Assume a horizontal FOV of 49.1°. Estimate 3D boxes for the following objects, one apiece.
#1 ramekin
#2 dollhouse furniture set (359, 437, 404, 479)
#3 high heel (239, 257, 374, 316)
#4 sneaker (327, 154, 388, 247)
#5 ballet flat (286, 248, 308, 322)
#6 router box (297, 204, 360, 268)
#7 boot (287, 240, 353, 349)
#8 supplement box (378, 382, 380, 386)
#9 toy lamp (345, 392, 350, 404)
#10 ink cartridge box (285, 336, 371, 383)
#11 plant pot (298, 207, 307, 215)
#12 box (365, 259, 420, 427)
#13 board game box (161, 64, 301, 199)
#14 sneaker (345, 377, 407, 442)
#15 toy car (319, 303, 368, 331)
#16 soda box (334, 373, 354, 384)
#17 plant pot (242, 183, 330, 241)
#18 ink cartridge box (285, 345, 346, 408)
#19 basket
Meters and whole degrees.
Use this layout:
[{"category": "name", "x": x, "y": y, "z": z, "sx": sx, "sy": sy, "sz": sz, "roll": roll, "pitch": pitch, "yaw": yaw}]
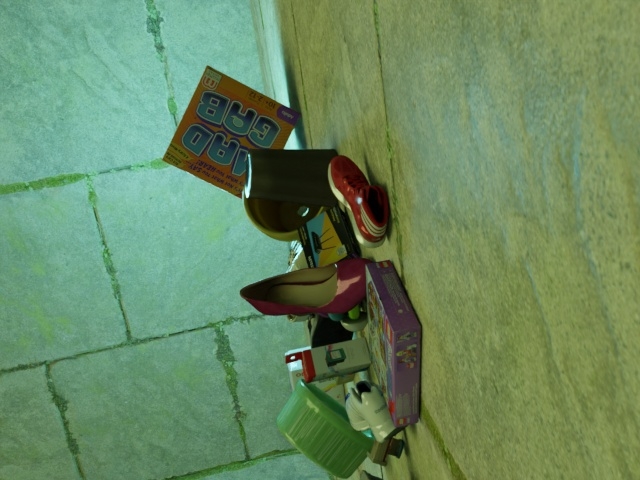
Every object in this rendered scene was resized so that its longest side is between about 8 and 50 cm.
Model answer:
[{"category": "ramekin", "x": 0.015, "y": 0.555, "z": 2.052, "sx": 0.303, "sy": 0.148, "sz": 0.303, "roll": 37, "pitch": 176, "yaw": 3}, {"category": "dollhouse furniture set", "x": 0.177, "y": 0.547, "z": 1.648, "sx": 0.129, "sy": 0.129, "sz": 0.184, "roll": 166, "pitch": 122, "yaw": -83}, {"category": "high heel", "x": -0.034, "y": 0.114, "z": 1.697, "sx": 0.377, "sy": 0.181, "sz": 0.127, "roll": -32, "pitch": 51, "yaw": 46}, {"category": "sneaker", "x": 0.087, "y": -0.106, "z": 1.417, "sx": 0.221, "sy": 0.087, "sz": 0.128, "roll": 63, "pitch": 159, "yaw": 22}, {"category": "ballet flat", "x": -0.065, "y": 0.130, "z": 2.043, "sx": 0.086, "sy": 0.086, "sz": 0.249, "roll": -116, "pitch": 27, "yaw": -65}, {"category": "router box", "x": 0.020, "y": 0.007, "z": 1.844, "sx": 0.046, "sy": 0.133, "sz": 0.179, "roll": 45, "pitch": -161, "yaw": -45}, {"category": "boot", "x": -0.009, "y": 0.175, "z": 2.210, "sx": 0.284, "sy": 0.138, "sz": 0.378, "roll": -131, "pitch": 33, "yaw": -61}, {"category": "supplement box", "x": 0.150, "y": 0.300, "z": 1.657, "sx": 0.062, "sy": 0.036, "sz": 0.099, "roll": 104, "pitch": 153, "yaw": -76}, {"category": "toy lamp", "x": 0.120, "y": 0.480, "z": 2.028, "sx": 0.275, "sy": 0.080, "sz": 0.080, "roll": 120, "pitch": 139, "yaw": -80}, {"category": "ink cartridge box", "x": 0.019, "y": 0.347, "z": 1.994, "sx": 0.134, "sy": 0.230, "sz": 0.078, "roll": 97, "pitch": 161, "yaw": -70}, {"category": "plant pot", "x": -0.093, "y": -0.180, "z": 2.560, "sx": 0.237, "sy": 0.109, "sz": 0.238, "roll": 168, "pitch": 90, "yaw": -84}, {"category": "box", "x": 0.149, "y": 0.215, "z": 1.448, "sx": 0.201, "sy": 0.057, "sz": 0.293, "roll": -108, "pitch": 10, "yaw": -50}, {"category": "board game box", "x": -0.322, "y": -0.372, "z": 2.526, "sx": 0.357, "sy": 0.356, "sz": 0.356, "roll": -64, "pitch": 11, "yaw": 3}, {"category": "sneaker", "x": 0.118, "y": 0.381, "z": 1.654, "sx": 0.129, "sy": 0.111, "sz": 0.297, "roll": 58, "pitch": 163, "yaw": -1}, {"category": "toy car", "x": 0.046, "y": 0.152, "z": 1.852, "sx": 0.182, "sy": 0.136, "sz": 0.159, "roll": -118, "pitch": 19, "yaw": -68}, {"category": "soda box", "x": 0.079, "y": 0.432, "z": 2.352, "sx": 0.181, "sy": 0.061, "sz": 0.058, "roll": 93, "pitch": 163, "yaw": -65}, {"category": "plant pot", "x": -0.077, "y": -0.110, "z": 2.094, "sx": 0.239, "sy": 0.253, "sz": 0.254, "roll": 44, "pitch": -148, "yaw": -74}, {"category": "ink cartridge box", "x": -0.017, "y": 0.556, "z": 2.749, "sx": 0.117, "sy": 0.201, "sz": 0.278, "roll": -114, "pitch": 15, "yaw": -58}, {"category": "basket", "x": -0.079, "y": -0.170, "z": 1.845, "sx": 0.204, "sy": 0.226, "sz": 0.154, "roll": -119, "pitch": 33, "yaw": -67}]
